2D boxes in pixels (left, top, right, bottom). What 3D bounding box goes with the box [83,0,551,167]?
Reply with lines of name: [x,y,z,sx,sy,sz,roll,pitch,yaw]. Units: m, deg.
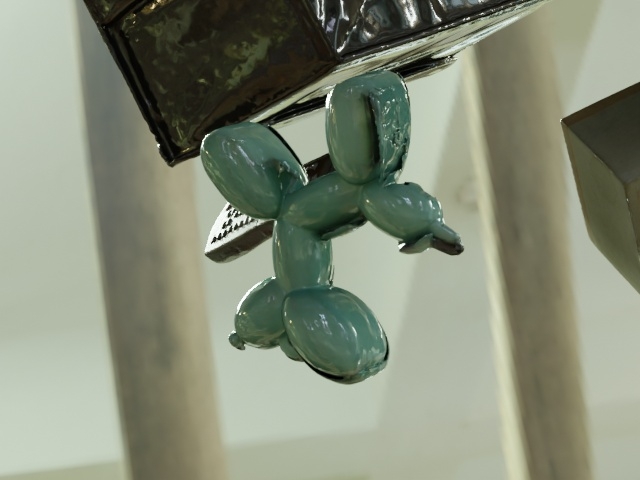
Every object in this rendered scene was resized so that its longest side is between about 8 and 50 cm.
box: [-0.004,-0.242,1.599,0.345,0.251,0.204,-24,-4,-46]

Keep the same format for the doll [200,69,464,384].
doll: [0.000,0.000,1.080,0.159,0.158,0.059,-26,-5,30]

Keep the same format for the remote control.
remote control: [-0.023,-0.027,1.453,0.028,0.059,0.212,31,-25,-21]

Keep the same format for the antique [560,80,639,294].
antique: [0.304,-0.057,1.702,0.152,0.148,0.146,-25,-54,-9]
